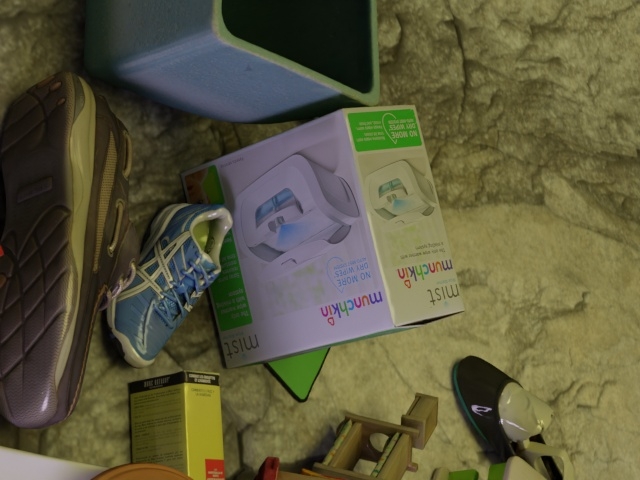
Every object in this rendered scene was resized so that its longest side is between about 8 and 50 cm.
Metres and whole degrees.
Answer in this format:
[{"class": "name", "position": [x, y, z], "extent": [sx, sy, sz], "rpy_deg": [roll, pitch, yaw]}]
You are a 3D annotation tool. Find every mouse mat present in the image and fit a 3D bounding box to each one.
[{"class": "mouse mat", "position": [-0.031, 0.076, 1.802], "extent": [0.152, 0.007, 0.190], "rpy_deg": [51, 45, -27]}]

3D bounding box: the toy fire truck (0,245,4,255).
[{"class": "toy fire truck", "position": [-0.375, 0.038, 1.287], "extent": [0.192, 0.135, 0.047], "rpy_deg": [-35, 106, -50]}]

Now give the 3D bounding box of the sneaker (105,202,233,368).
[{"class": "sneaker", "position": [-0.157, 0.038, 1.599], "extent": [0.080, 0.081, 0.211], "rpy_deg": [46, 48, -34]}]

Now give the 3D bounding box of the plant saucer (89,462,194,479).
[{"class": "plant saucer", "position": [-0.157, 0.306, 1.433], "extent": [0.200, 0.037, 0.200], "rpy_deg": [12, 70, -35]}]

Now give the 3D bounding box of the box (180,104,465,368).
[{"class": "box", "position": [0.000, 0.000, 1.650], "extent": [0.127, 0.262, 0.231], "rpy_deg": [-8, 84, -46]}]

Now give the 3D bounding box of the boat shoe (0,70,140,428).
[{"class": "boat shoe", "position": [-0.232, 0.011, 1.477], "extent": [0.130, 0.132, 0.355], "rpy_deg": [25, 61, -44]}]

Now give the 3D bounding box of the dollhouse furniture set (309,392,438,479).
[{"class": "dollhouse furniture set", "position": [0.060, 0.287, 1.807], "extent": [0.182, 0.101, 0.161], "rpy_deg": [-50, 147, -55]}]

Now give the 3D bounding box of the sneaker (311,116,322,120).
[{"class": "sneaker", "position": [0.010, -0.246, 1.921], "extent": [0.098, 0.083, 0.224], "rpy_deg": [28, 59, -67]}]

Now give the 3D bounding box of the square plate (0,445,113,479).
[{"class": "square plate", "position": [-0.294, 0.353, 1.353], "extent": [0.347, 0.049, 0.344], "rpy_deg": [22, 62, -45]}]

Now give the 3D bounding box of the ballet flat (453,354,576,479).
[{"class": "ballet flat", "position": [0.278, 0.267, 2.045], "extent": [0.095, 0.096, 0.280], "rpy_deg": [-47, 114, -47]}]

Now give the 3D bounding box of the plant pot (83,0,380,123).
[{"class": "plant pot", "position": [-0.112, -0.253, 1.612], "extent": [0.247, 0.252, 0.248], "rpy_deg": [17, 66, -46]}]

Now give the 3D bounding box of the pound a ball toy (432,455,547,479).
[{"class": "pound a ball toy", "position": [0.224, 0.425, 1.837], "extent": [0.136, 0.208, 0.319], "rpy_deg": [42, 48, -34]}]

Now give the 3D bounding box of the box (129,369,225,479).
[{"class": "box", "position": [-0.141, 0.251, 1.544], "extent": [0.058, 0.087, 0.232], "rpy_deg": [13, 67, -48]}]

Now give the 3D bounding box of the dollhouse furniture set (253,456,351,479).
[{"class": "dollhouse furniture set", "position": [0.001, 0.420, 1.546], "extent": [0.201, 0.152, 0.374], "rpy_deg": [12, 67, -5]}]
